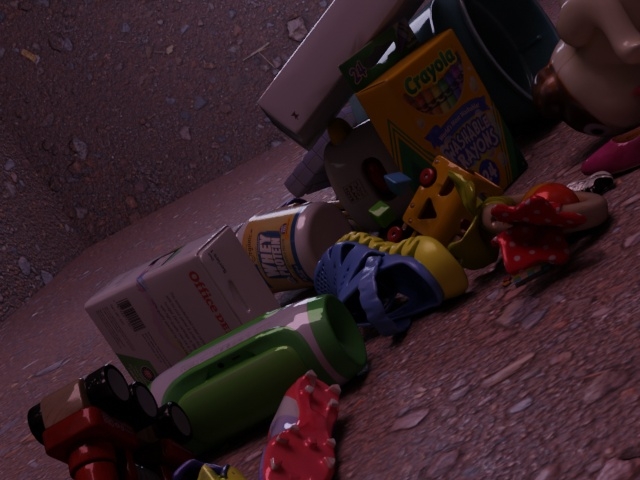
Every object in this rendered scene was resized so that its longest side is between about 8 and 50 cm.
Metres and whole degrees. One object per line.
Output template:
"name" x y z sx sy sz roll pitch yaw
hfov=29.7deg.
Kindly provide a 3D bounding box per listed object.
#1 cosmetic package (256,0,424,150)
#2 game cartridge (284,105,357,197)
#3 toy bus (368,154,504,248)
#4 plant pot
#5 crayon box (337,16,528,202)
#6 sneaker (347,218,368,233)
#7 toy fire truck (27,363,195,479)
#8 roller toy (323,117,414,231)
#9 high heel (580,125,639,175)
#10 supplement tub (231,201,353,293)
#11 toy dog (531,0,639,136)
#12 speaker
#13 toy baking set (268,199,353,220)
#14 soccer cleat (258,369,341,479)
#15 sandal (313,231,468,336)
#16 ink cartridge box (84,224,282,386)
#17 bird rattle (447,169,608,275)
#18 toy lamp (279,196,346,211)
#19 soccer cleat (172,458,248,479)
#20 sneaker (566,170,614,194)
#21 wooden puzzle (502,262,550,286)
"cosmetic package" 0.049 -0.342 2.103 0.377 0.097 0.284 -53 -2 0
"game cartridge" 0.088 -0.215 2.545 0.355 0.068 0.230 -22 -28 -55
"toy bus" 0.183 -0.021 1.781 0.191 0.202 0.104 -29 41 -21
"plant pot" 0.254 -0.312 2.330 0.334 0.341 0.341 -33 9 35
"crayon box" 0.190 -0.200 1.972 0.083 0.323 0.203 -18 18 49
"sneaker" 0.000 0.000 2.246 0.209 0.081 0.094 -4 4 36
"toy fire truck" -0.213 0.291 1.442 0.158 0.217 0.246 -29 54 12
"roller toy" 0.099 -0.121 2.190 0.146 0.209 0.191 -29 52 21
"high heel" 0.463 -0.181 1.707 0.244 0.117 0.082 -25 14 29
"supplement tub" -0.056 0.016 2.099 0.200 0.144 0.144 -11 22 39
"toy dog" 0.440 -0.354 1.819 0.285 0.407 0.395 -10 24 -26
"speaker" -0.091 0.182 1.610 0.297 0.131 0.131 -28 12 18
"toy baking set" -0.018 -0.035 2.320 0.197 0.030 0.256 11 -17 -42
"soccer cleat" -0.029 0.242 1.381 0.095 0.083 0.248 -59 5 25
"sandal" 0.066 0.067 1.712 0.138 0.126 0.317 -42 13 -23
"ink cartridge box" -0.220 0.122 1.999 0.278 0.201 0.117 -23 15 35
"bird rattle" 0.278 -0.040 1.579 0.207 0.143 0.253 -13 3 -25
"toy lamp" -0.007 -0.062 2.512 0.080 0.080 0.275 -39 14 -31
"soccer cleat" -0.081 0.281 1.197 0.093 0.121 0.289 -36 13 -20
"sneaker" 0.373 -0.072 1.698 0.083 0.032 0.037 -32 12 3
"wooden puzzle" 0.272 0.039 1.566 0.083 0.006 0.049 -29 12 13
